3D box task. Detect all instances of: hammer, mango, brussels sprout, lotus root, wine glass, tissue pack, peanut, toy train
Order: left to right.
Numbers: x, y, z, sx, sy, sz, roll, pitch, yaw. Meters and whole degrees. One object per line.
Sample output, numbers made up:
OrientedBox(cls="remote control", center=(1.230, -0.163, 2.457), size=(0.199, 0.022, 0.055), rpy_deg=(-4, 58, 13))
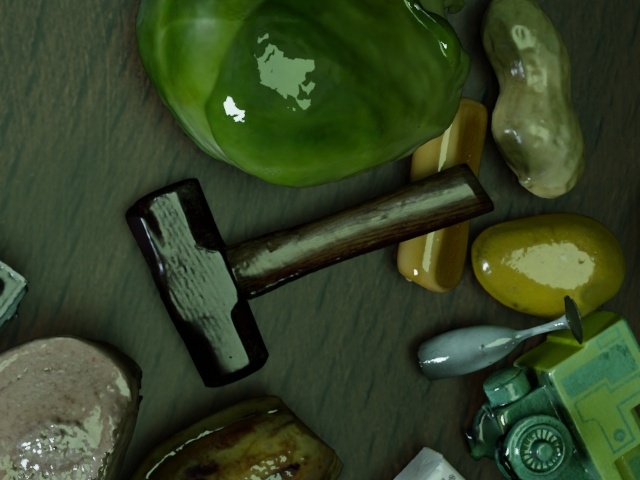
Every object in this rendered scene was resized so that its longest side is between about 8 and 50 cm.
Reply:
OrientedBox(cls="lotus root", center=(-0.125, 0.292, 1.742), size=(0.291, 0.193, 0.193), rpy_deg=(-34, 99, -12))
OrientedBox(cls="brussels sprout", center=(-0.026, -0.210, 1.692), size=(0.371, 0.276, 0.314), rpy_deg=(28, 74, -15))
OrientedBox(cls="hammer", center=(0.000, 0.000, 1.752), size=(0.409, 0.095, 0.242), rpy_deg=(-20, 96, 5))
OrientedBox(cls="tissue pack", center=(0.155, 0.345, 1.841), size=(0.106, 0.099, 0.148), rpy_deg=(-45, 100, -7))
OrientedBox(cls="wine glass", center=(0.217, 0.121, 1.818), size=(0.198, 0.066, 0.066), rpy_deg=(-18, 98, 23))
OrientedBox(cls="peanut", center=(0.259, -0.180, 1.825), size=(0.117, 0.101, 0.263), rpy_deg=(-14, 97, -52))
OrientedBox(cls="mango", center=(0.280, 0.028, 1.849), size=(0.195, 0.098, 0.137), rpy_deg=(14, 93, -4))
OrientedBox(cls="toy train", center=(0.344, 0.295, 1.858), size=(0.237, 0.150, 0.368), rpy_deg=(-30, 100, -14))

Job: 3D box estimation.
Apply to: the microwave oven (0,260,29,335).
OrientedBox(cls="microwave oven", center=(-0.431, 0.097, 1.683), size=(0.129, 0.163, 0.205), rpy_deg=(38, 83, -13))

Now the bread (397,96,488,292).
OrientedBox(cls="bread", center=(0.144, -0.058, 1.825), size=(0.093, 0.074, 0.239), rpy_deg=(6, 94, -51))

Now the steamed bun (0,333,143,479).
OrientedBox(cls="steamed bun", center=(-0.325, 0.244, 1.671), size=(0.199, 0.251, 0.301), rpy_deg=(20, 85, -2))
